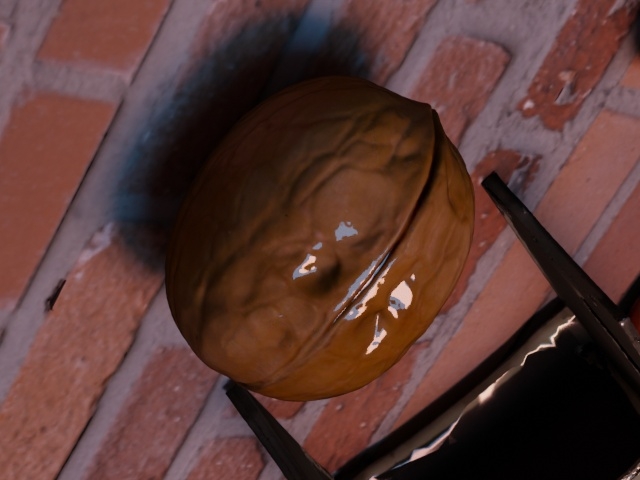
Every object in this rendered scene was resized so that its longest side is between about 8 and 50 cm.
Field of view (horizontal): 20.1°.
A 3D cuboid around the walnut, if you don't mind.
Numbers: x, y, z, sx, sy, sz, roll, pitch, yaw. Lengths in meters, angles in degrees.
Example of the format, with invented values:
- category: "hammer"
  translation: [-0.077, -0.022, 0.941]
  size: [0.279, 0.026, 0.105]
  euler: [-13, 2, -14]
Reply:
- category: "walnut"
  translation: [0.000, 0.000, 1.071]
  size: [0.207, 0.167, 0.167]
  euler: [-51, 139, 12]

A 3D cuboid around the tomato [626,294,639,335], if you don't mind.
- category: "tomato"
  translation: [0.310, 0.090, 1.449]
  size: [0.166, 0.082, 0.174]
  euler: [-50, 142, 15]

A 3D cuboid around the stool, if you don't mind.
- category: "stool"
  translation: [0.119, 0.140, 1.287]
  size: [0.243, 0.170, 0.270]
  euler: [-40, 141, 0]
